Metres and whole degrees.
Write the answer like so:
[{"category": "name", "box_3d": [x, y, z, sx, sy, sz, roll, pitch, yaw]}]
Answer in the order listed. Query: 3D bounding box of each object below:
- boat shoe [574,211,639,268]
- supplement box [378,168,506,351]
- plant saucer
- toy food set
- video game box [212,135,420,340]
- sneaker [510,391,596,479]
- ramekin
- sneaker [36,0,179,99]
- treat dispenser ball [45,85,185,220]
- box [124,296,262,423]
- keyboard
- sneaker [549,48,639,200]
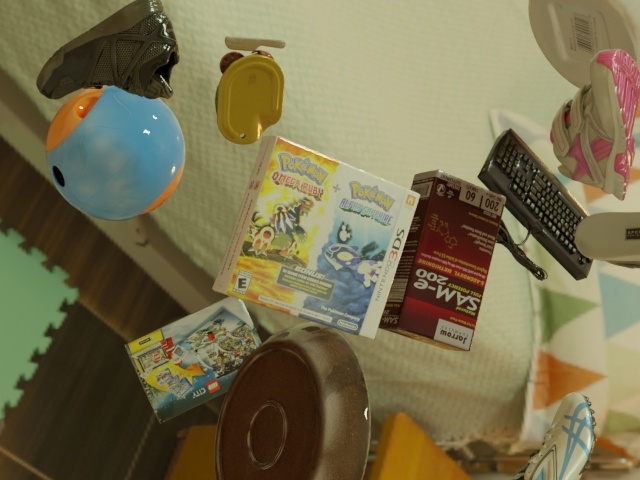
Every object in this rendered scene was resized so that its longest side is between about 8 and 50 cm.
[{"category": "boat shoe", "box_3d": [0.413, 0.001, 1.096, 0.070, 0.219, 0.078, 19, 80, -45]}, {"category": "supplement box", "box_3d": [0.178, 0.031, 1.369, 0.130, 0.073, 0.240, 19, 80, -23]}, {"category": "plant saucer", "box_3d": [-0.054, 0.253, 1.203, 0.050, 0.310, 0.311, 18, 66, -34]}, {"category": "toy food set", "box_3d": [-0.135, -0.285, 1.694, 0.128, 0.071, 0.218, -9, 129, -24]}, {"category": "video game box", "box_3d": [0.000, 0.000, 1.078, 0.205, 0.048, 0.187, 19, 84, -27]}, {"category": "sneaker", "box_3d": [0.289, 0.288, 1.177, 0.085, 0.086, 0.237, 100, 14, -55]}, {"category": "ramekin", "box_3d": [0.478, -0.371, 1.550, 0.135, 0.277, 0.277, -39, 117, -16]}, {"category": "sneaker", "box_3d": [-0.295, -0.235, 1.320, 0.130, 0.227, 0.087, 63, 15, -1]}, {"category": "treat dispenser ball", "box_3d": [-0.428, -0.186, 1.956, 0.288, 0.288, 0.288, 17, 68, -50]}, {"category": "box", "box_3d": [-0.226, 0.217, 1.739, 0.233, 0.044, 0.159, -24, 92, -14]}, {"category": "keyboard", "box_3d": [0.387, -0.034, 1.657, 0.317, 0.033, 0.202, 41, 66, -26]}, {"category": "sneaker", "box_3d": [0.360, -0.150, 1.242, 0.252, 0.111, 0.103, 73, 34, -50]}]
